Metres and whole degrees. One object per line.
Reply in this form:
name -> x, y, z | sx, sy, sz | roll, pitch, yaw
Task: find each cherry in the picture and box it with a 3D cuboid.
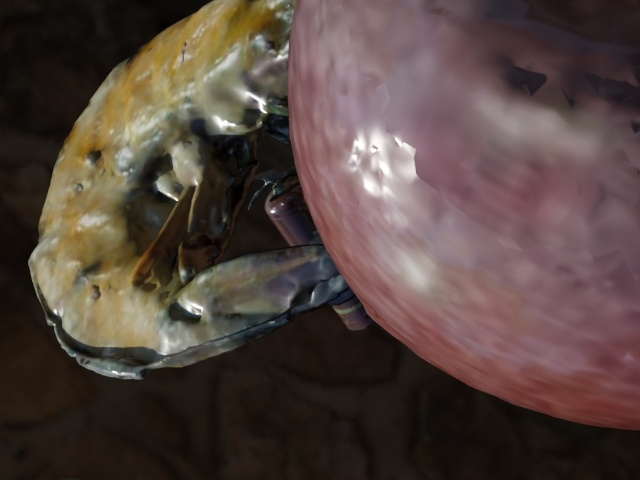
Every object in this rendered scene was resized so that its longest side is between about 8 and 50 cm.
cherry -> 0.116, -0.066, 0.538 | 0.221, 0.261, 0.307 | 34, -176, 14

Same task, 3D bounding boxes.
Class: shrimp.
shrimp -> -0.001, -0.040, 0.852 | 0.365, 0.233, 0.071 | -10, 142, 36

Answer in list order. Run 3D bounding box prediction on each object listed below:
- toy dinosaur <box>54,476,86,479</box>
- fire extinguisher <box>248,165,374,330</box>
toy dinosaur -> 0.009, 0.172, 0.839 | 0.292, 0.120, 0.079 | 44, 168, -16
fire extinguisher -> 0.000, 0.000, 1.424 | 0.158, 0.064, 0.043 | 56, 177, -25
